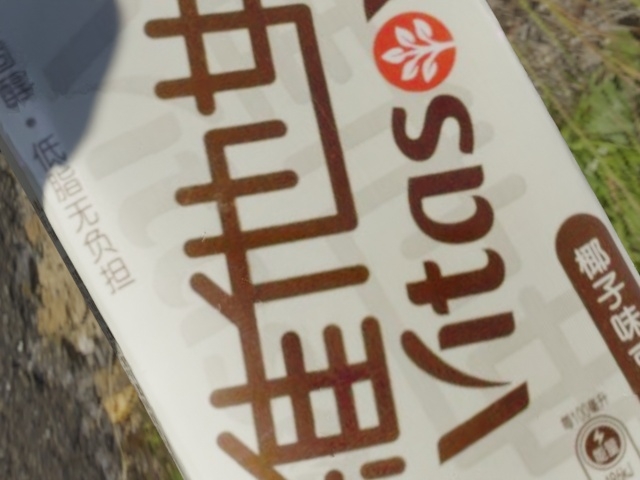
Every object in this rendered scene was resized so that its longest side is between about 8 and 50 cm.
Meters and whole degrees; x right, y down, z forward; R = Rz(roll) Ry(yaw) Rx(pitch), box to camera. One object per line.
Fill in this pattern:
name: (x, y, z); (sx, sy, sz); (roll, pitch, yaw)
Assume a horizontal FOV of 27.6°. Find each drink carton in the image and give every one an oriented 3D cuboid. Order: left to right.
drink carton: (0.000, 0.001, 0.532); (0.194, 0.132, 0.325); (-30, 92, -12)
